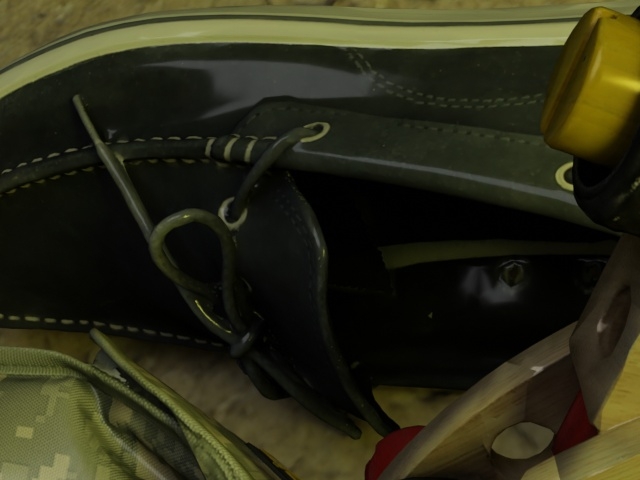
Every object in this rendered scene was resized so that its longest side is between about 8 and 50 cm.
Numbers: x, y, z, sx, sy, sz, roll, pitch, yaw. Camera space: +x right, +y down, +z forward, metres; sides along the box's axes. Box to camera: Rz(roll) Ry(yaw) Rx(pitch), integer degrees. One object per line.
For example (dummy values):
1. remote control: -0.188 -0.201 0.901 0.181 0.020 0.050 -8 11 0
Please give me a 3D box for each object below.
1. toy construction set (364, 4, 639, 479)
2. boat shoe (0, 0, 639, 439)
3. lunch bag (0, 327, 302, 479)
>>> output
1. toy construction set: 0.162 0.025 0.429 0.257 0.309 0.237 22 114 16
2. boat shoe: 0.000 0.000 0.715 0.500 0.187 0.156 -2 51 22
3. lunch bag: -0.080 0.150 0.614 0.287 0.235 0.169 -4 58 27
